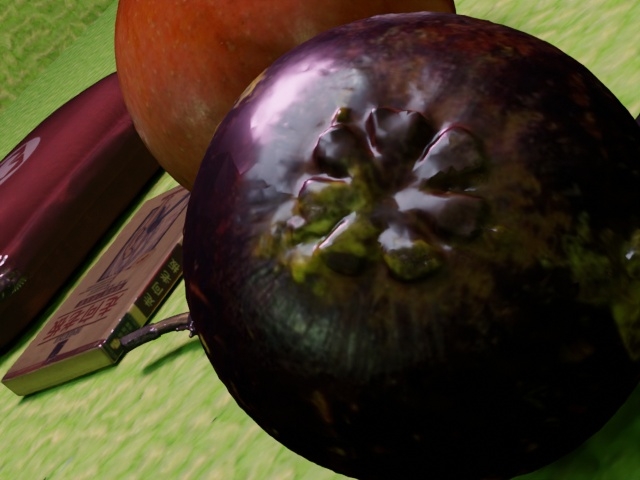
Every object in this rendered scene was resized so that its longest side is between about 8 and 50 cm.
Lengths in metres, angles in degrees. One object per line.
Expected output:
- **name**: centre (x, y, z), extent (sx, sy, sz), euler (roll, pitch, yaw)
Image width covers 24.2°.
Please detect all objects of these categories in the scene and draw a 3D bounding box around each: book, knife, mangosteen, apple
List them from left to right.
- **book**: centre (-0.155, 0.028, 1.232), extent (0.161, 0.026, 0.231), euler (-22, 27, 49)
- **knife**: centre (-0.061, 0.048, 0.982), extent (0.222, 0.021, 0.045), euler (-24, 26, 37)
- **apple**: centre (-0.030, -0.146, 1.076), extent (0.251, 0.206, 0.272), euler (-33, 18, 18)
- **mangosteen**: centre (0.047, 0.009, 0.613), extent (0.192, 0.192, 0.217), euler (-42, -17, 2)

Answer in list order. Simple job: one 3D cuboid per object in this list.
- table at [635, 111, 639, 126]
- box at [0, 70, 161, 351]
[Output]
- **table**: centre (0.190, -0.050, 0.628), extent (0.133, 0.043, 0.133), euler (-38, 17, 14)
- **box**: centre (-0.300, -0.022, 1.531), extent (0.263, 0.108, 0.404), euler (-23, 25, 47)
